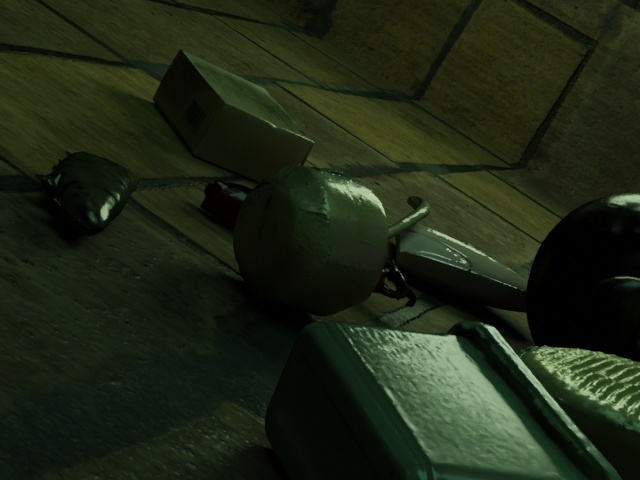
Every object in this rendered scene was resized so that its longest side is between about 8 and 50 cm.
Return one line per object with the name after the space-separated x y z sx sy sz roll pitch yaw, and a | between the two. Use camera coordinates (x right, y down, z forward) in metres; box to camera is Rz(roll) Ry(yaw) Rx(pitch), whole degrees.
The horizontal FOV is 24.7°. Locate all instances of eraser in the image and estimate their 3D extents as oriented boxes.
0.218 0.054 2.124 0.243 0.059 0.204 25 13 -2 | eraser

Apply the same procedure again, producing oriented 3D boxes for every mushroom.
0.119 -0.034 2.157 0.068 0.043 0.306 18 20 19 | mushroom

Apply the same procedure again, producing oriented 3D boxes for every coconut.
0.000 0.000 1.647 0.183 0.171 0.171 12 23 -44 | coconut

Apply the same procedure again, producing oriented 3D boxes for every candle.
-0.012 0.006 1.832 0.302 0.059 0.084 29 26 1 | candle

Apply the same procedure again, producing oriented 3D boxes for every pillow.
-0.252 -0.058 1.567 0.093 0.051 0.241 34 14 -6 | pillow

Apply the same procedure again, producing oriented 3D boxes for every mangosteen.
0.412 0.084 1.964 0.297 0.297 0.313 36 25 20 | mangosteen

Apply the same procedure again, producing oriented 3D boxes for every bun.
0.323 0.217 1.608 0.287 0.146 0.287 15 10 -3 | bun

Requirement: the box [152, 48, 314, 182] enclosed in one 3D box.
-0.130 -0.177 2.152 0.168 0.095 0.212 20 18 -32 | box

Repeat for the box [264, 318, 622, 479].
0.083 0.184 1.195 0.182 0.175 0.312 14 20 -26 | box
